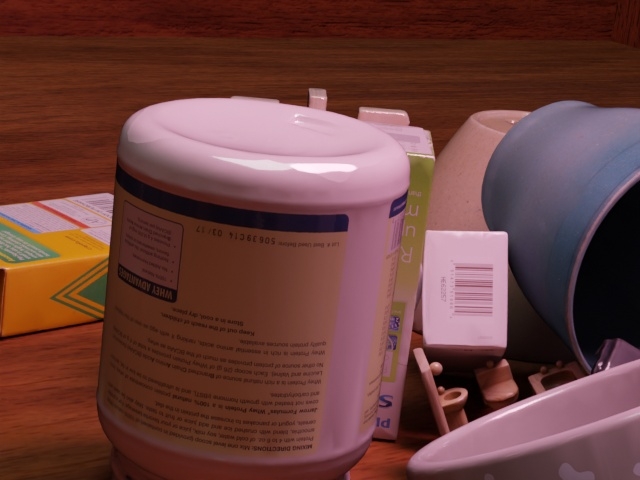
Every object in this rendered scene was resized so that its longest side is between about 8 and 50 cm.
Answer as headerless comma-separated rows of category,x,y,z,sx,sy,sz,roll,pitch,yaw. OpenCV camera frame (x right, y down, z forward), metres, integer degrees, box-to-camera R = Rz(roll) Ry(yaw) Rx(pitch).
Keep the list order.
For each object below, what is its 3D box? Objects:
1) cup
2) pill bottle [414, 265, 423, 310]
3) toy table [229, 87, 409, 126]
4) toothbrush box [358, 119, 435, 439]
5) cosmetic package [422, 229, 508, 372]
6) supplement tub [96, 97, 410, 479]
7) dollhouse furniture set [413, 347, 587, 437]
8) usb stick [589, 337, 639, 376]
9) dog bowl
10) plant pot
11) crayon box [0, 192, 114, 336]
cup,0.245,-0.024,1.840,0.331,0.237,0.331,7,16,-2
pill bottle,-0.014,-0.002,1.740,0.188,0.188,0.334,0,18,-22
toy table,-0.004,-0.116,2.180,0.274,0.160,0.252,2,17,-14
toothbrush box,-0.011,0.030,1.469,0.206,0.283,0.122,7,18,0
cosmetic package,0.144,0.066,1.547,0.086,0.117,0.231,2,-12,3
supplement tub,-0.060,0.063,1.260,0.235,0.324,0.235,7,17,-2
dollhouse furniture set,0.171,0.126,1.412,0.151,0.123,0.144,-18,17,1
usb stick,0.366,0.176,1.372,0.278,0.045,0.077,30,34,7
dog bowl,0.223,0.162,1.148,0.349,0.102,0.349,-19,-1,-1
plant pot,0.301,-0.018,1.549,0.272,0.271,0.255,-1,24,-25
crayon box,-0.315,0.024,1.713,0.323,0.083,0.203,-8,22,-43
